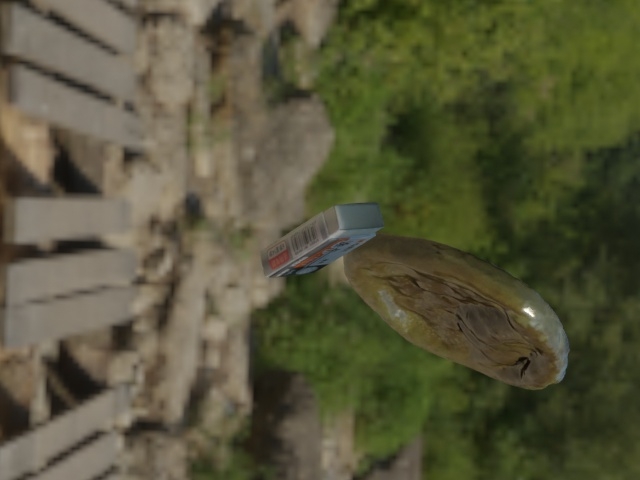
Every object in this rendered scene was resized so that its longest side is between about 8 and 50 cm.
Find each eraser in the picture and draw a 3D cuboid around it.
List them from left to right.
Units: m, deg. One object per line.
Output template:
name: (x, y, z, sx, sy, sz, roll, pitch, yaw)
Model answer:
eraser: (0.000, 0.000, 1.603, 0.122, 0.052, 0.029, -31, -110, 50)

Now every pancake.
pancake: (0.150, 0.080, 2.037, 0.049, 0.294, 0.294, -61, 165, -17)
